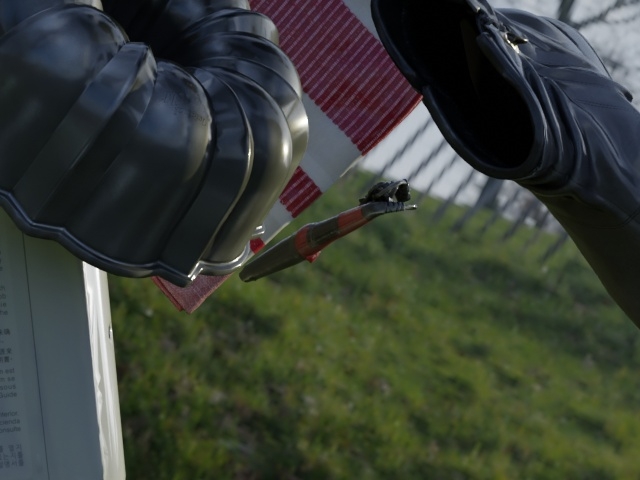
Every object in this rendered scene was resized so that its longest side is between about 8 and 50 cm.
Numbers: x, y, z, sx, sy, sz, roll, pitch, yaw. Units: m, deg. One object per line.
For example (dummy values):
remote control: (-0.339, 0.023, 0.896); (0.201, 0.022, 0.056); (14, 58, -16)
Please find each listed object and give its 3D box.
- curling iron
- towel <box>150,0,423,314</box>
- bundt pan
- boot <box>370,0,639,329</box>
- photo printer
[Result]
curling iron: (0.000, 0.000, 1.437); (0.068, 0.035, 0.274); (-13, -11, -41)
towel: (-0.076, -0.129, 1.291); (0.237, 0.329, 0.037); (48, -6, -3)
bundt pan: (-0.142, -0.132, 1.052); (0.331, 0.124, 0.331); (32, 29, -20)
boot: (0.168, -0.036, 0.942); (0.338, 0.118, 0.222); (49, 19, 24)
photo printer: (-0.289, 0.056, 1.120); (0.256, 0.308, 0.107); (-5, 13, -4)
